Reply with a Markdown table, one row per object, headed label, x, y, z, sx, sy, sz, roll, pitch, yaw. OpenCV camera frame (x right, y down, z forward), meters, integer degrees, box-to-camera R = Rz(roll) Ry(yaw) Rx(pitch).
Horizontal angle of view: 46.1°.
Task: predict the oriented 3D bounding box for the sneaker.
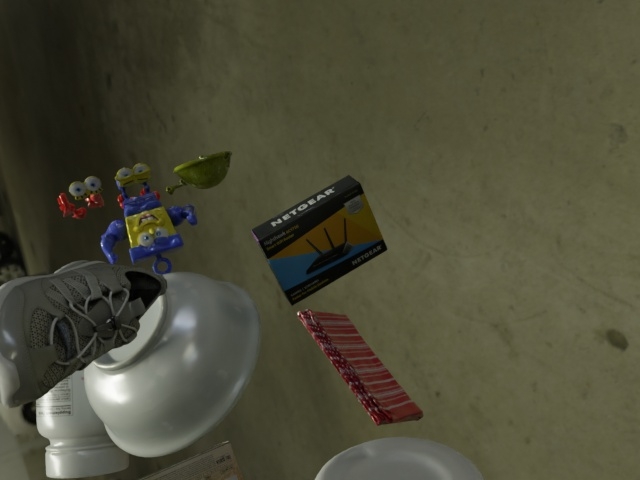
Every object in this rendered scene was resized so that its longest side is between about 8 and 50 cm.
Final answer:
| label | x | y | z | sx | sy | sz | roll | pitch | yaw |
| --- | --- | --- | --- | --- | --- | --- | --- | --- | --- |
| sneaker | -0.239 | 0.072 | 0.763 | 0.281 | 0.115 | 0.105 | -74 | -24 | -72 |

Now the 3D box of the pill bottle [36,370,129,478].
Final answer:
| label | x | y | z | sx | sy | sz | roll | pitch | yaw |
| --- | --- | --- | --- | --- | --- | --- | --- | --- | --- |
| pill bottle | -0.400 | 0.249 | 1.284 | 0.160 | 0.160 | 0.283 | 160 | 108 | -64 |

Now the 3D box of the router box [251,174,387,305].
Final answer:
| label | x | y | z | sx | sy | sz | roll | pitch | yaw |
| --- | --- | --- | --- | --- | --- | --- | --- | --- | --- |
| router box | 0.000 | 0.000 | 1.163 | 0.133 | 0.179 | 0.046 | 64 | 171 | -30 |

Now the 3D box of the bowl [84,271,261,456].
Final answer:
| label | x | y | z | sx | sy | sz | roll | pitch | yaw |
| --- | --- | --- | --- | --- | --- | --- | --- | --- | --- |
| bowl | -0.245 | 0.154 | 1.109 | 0.298 | 0.298 | 0.134 | 42 | 175 | 48 |

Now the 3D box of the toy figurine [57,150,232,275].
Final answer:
| label | x | y | z | sx | sy | sz | roll | pitch | yaw |
| --- | --- | --- | --- | --- | --- | --- | --- | --- | --- |
| toy figurine | -0.328 | -0.030 | 1.554 | 0.191 | 0.362 | 0.217 | 125 | 125 | -68 |

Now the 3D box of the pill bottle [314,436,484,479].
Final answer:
| label | x | y | z | sx | sy | sz | roll | pitch | yaw |
| --- | --- | --- | --- | --- | --- | --- | --- | --- | --- |
| pill bottle | 0.101 | 0.443 | 0.906 | 0.204 | 0.204 | 0.361 | 26 | 125 | 57 |

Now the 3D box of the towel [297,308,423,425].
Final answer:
| label | x | y | z | sx | sy | sz | roll | pitch | yaw |
| --- | --- | --- | --- | --- | --- | --- | --- | --- | --- |
| towel | 0.083 | 0.242 | 1.461 | 0.031 | 0.199 | 0.275 | -45 | 64 | 14 |

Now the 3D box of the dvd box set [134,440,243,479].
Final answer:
| label | x | y | z | sx | sy | sz | roll | pitch | yaw |
| --- | --- | --- | --- | --- | --- | --- | --- | --- | --- |
| dvd box set | -0.254 | 0.669 | 1.546 | 0.062 | 0.307 | 0.420 | -34 | 76 | 54 |
